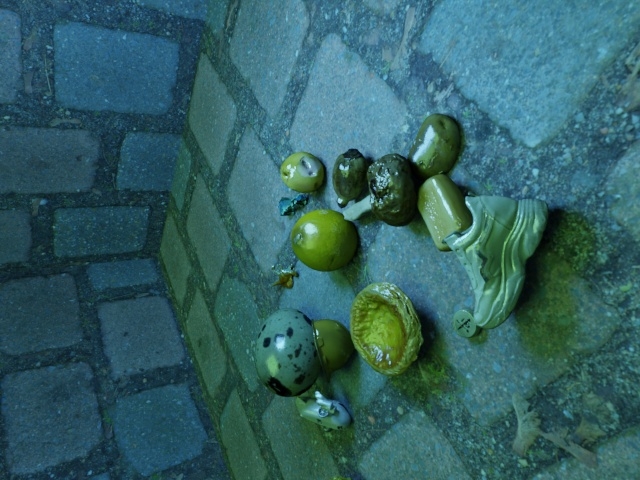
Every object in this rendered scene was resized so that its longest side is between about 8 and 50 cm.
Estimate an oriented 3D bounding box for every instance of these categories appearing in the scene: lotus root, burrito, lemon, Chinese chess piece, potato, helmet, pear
[{"bbox_3d":[0.101,-0.219,1.549,0.138,0.138,0.214,47,131,41],"label":"lotus root"},{"bbox_3d":[0.158,-0.114,1.520,0.226,0.087,0.060,-24,80,57],"label":"burrito"},{"bbox_3d":[0.000,0.000,1.640,0.240,0.219,0.241,0,90,55],"label":"lemon"},{"bbox_3d":[0.415,0.234,1.236,0.084,0.034,0.084,9,101,53],"label":"Chinese chess piece"},{"bbox_3d":[0.315,-0.271,1.275,0.164,0.081,0.200,45,127,44],"label":"potato"},{"bbox_3d":[0.057,0.406,1.681,0.205,0.140,0.257,-100,-8,-72],"label":"helmet"},{"bbox_3d":[-0.076,-0.272,1.758,0.178,0.178,0.178,11,103,54],"label":"pear"}]

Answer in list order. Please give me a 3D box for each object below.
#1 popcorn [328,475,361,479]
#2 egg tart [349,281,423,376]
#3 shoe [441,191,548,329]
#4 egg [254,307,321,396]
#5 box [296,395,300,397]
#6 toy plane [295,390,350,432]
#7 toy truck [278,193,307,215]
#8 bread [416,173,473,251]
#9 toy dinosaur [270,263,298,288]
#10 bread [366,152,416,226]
[{"bbox_3d":[0.080,1.037,1.686,0.249,0.225,0.249,40,143,39],"label":"popcorn"},{"bbox_3d":[0.228,0.281,1.431,0.319,0.128,0.319,13,106,52],"label":"egg tart"},{"bbox_3d":[0.402,0.042,1.080,0.210,0.132,0.342,18,108,18],"label":"shoe"},{"bbox_3d":[-0.131,0.459,1.826,0.287,0.287,0.379,-47,33,47],"label":"egg"},{"bbox_3d":[-0.115,0.659,2.064,0.087,0.023,0.155,23,113,49],"label":"box"},{"bbox_3d":[0.010,0.689,1.775,0.244,0.117,0.245,17,138,15],"label":"toy plane"},{"bbox_3d":[-0.124,-0.172,1.925,0.175,0.067,0.081,-34,66,52],"label":"toy truck"},{"bbox_3d":[0.355,-0.077,1.222,0.147,0.098,0.217,-51,49,54],"label":"bread"},{"bbox_3d":[-0.167,0.181,2.064,0.142,0.057,0.212,34,136,25],"label":"toy dinosaur"},{"bbox_3d":[0.212,-0.153,1.334,0.230,0.122,0.230,-9,-90,-88],"label":"bread"}]
